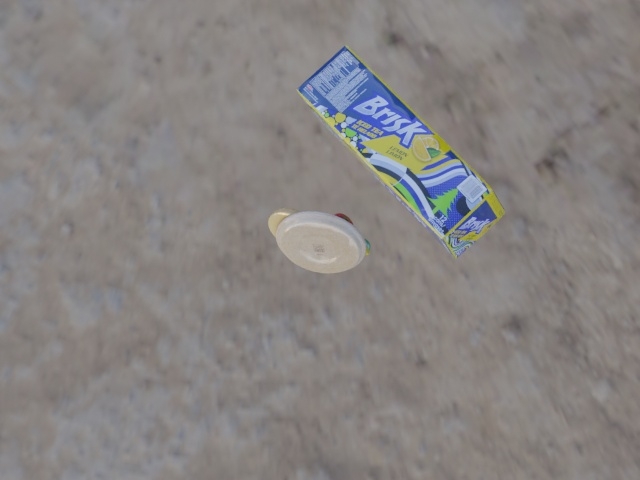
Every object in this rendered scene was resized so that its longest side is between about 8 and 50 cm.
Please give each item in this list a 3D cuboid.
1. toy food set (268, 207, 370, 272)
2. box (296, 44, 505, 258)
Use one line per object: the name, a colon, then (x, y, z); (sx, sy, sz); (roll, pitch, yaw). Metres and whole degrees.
toy food set: (0.000, 0.000, 1.685); (0.083, 0.020, 0.082); (-8, 137, 25)
box: (0.060, -0.067, 1.455); (0.054, 0.059, 0.169); (-43, 68, 0)
